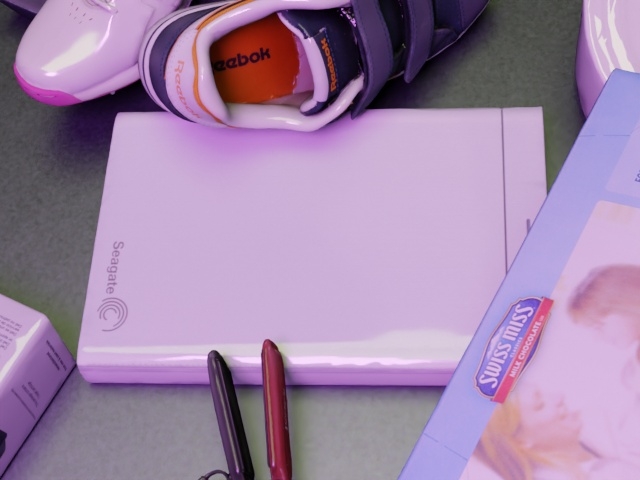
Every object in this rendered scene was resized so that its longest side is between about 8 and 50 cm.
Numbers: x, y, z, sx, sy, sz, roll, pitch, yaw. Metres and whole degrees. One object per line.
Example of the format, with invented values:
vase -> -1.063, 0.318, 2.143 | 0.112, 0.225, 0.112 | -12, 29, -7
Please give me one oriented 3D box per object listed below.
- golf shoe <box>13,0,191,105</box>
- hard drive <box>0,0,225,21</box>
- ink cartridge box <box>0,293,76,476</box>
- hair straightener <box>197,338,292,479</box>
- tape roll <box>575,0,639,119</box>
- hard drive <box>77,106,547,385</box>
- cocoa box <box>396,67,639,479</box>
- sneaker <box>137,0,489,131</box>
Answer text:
golf shoe -> -0.140, -0.240, 0.970 | 0.115, 0.140, 0.306 | 36, 72, 21
hard drive -> -0.154, -0.236, 1.079 | 0.255, 0.054, 0.172 | 20, 65, 16
ink cartridge box -> -0.305, 0.129, 0.874 | 0.153, 0.087, 0.208 | 23, 65, 18
hair straightener -> -0.059, 0.187, 0.823 | 0.089, 0.047, 0.230 | -9, 76, 7
tape roll -> 0.345, -0.158, 0.926 | 0.286, 0.100, 0.286 | -3, 71, 8
hard drive -> 0.000, 0.000, 0.935 | 0.353, 0.047, 0.233 | 0, 61, 7
cocoa box -> 0.228, 0.108, 0.723 | 0.231, 0.228, 0.347 | 17, 63, 30
sneaker -> 0.022, -0.165, 0.951 | 0.321, 0.126, 0.127 | -25, 27, -15
